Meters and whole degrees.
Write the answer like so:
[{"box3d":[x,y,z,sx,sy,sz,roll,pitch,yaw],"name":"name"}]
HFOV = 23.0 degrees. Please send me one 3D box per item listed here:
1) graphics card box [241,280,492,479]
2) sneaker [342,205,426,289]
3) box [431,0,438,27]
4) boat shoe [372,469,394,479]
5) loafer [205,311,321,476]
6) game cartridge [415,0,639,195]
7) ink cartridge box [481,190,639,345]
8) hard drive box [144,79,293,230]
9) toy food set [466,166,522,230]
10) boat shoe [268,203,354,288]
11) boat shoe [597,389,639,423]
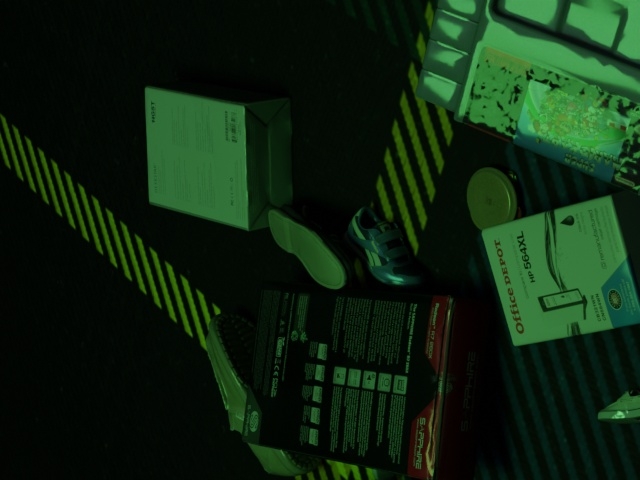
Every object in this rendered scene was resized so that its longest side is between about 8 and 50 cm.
[{"box3d":[0.054,0.178,2.062,0.371,0.094,0.233,2,85,47],"name":"graphics card box"},{"box3d":[0.085,0.011,2.055,0.144,0.053,0.059,42,127,32],"name":"sneaker"},{"box3d":[0.243,-0.326,1.773,0.216,0.060,0.270,34,125,38],"name":"box"},{"box3d":[0.085,0.256,2.133,0.040,0.049,0.142,17,107,51],"name":"boat shoe"},{"box3d":[-0.099,0.232,2.289,0.092,0.102,0.268,-41,70,40],"name":"loafer"},{"box3d":[0.283,-0.192,1.691,0.355,0.068,0.230,25,115,22],"name":"game cartridge"},{"box3d":[0.297,0.032,1.794,0.203,0.086,0.148,-17,88,49],"name":"ink cartridge box"},{"box3d":[-0.148,-0.126,2.251,0.232,0.089,0.181,16,112,45],"name":"hard drive box"},{"box3d":[0.212,-0.049,1.918,0.082,0.020,0.083,7,106,47],"name":"toy food set"},{"box3d":[0.000,0.000,2.107,0.206,0.065,0.075,38,141,54],"name":"boat shoe"},{"box3d":[0.361,0.190,1.813,0.100,0.035,0.035,-20,58,53],"name":"boat shoe"}]
